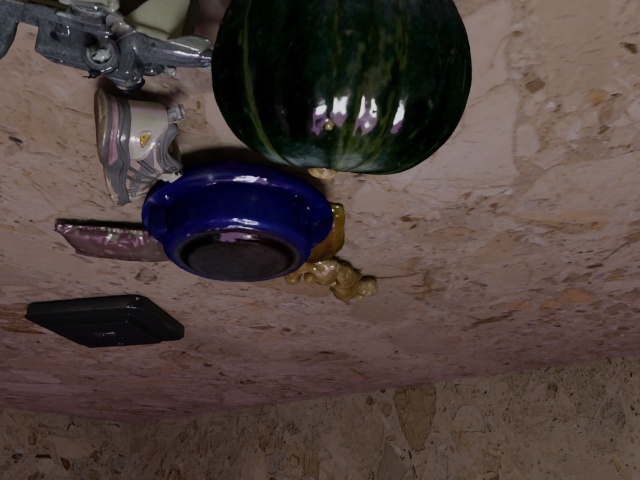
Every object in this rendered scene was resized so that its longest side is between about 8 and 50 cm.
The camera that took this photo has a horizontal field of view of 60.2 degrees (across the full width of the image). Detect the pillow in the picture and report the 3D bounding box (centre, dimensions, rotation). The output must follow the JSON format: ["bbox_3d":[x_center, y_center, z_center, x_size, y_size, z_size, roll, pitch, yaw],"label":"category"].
[{"bbox_3d":[-0.321,0.007,0.895,0.185,0.043,0.118,0,157,-3],"label":"pillow"}]

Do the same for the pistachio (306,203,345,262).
[{"bbox_3d":[0.000,0.000,0.899,0.090,0.049,0.173,7,153,-18],"label":"pistachio"}]

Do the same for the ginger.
[{"bbox_3d":[0.023,0.074,1.052,0.193,0.052,0.176,0,160,-3],"label":"ginger"}]

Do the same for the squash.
[{"bbox_3d":[0.017,-0.137,0.455,0.218,0.218,0.172,7,116,-18],"label":"squash"}]

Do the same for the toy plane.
[{"bbox_3d":[-0.216,-0.176,0.475,0.262,0.088,0.192,3,-178,-1],"label":"toy plane"}]

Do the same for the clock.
[{"bbox_3d":[-0.488,0.200,1.279,0.279,0.049,0.273,-5,155,7],"label":"clock"}]

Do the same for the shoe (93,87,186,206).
[{"bbox_3d":[-0.203,-0.106,0.633,0.092,0.089,0.180,-8,159,-17],"label":"shoe"}]

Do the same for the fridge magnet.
[{"bbox_3d":[-0.114,-0.019,0.776,0.266,0.112,0.265,-1,155,0],"label":"fridge magnet"}]
